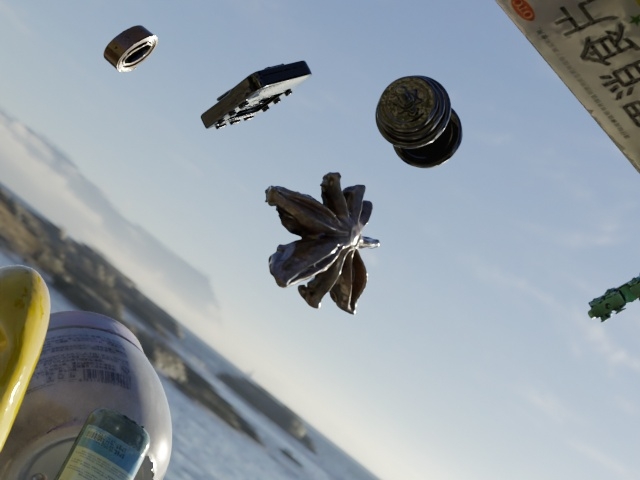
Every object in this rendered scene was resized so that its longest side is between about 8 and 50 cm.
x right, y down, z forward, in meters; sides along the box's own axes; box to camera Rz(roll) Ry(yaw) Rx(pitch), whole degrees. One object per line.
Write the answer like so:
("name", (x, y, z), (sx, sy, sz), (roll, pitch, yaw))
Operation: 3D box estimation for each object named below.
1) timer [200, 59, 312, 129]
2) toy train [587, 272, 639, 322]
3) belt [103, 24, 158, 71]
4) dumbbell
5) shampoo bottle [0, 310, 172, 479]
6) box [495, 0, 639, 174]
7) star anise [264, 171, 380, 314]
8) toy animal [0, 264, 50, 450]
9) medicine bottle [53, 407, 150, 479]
("timer", (-0.119, -0.260, 2.081), (0.187, 0.144, 0.055), (-29, -94, 45))
("toy train", (0.322, 0.054, 1.241), (0.029, 0.092, 0.045), (57, 19, -3))
("belt", (-0.275, -0.276, 1.698), (0.036, 0.083, 0.059), (40, -40, 13))
("dumbbell", (0.128, -0.152, 1.522), (0.099, 0.099, 0.208), (35, -3, 24))
("shampoo bottle", (-0.354, 0.261, 1.694), (0.273, 0.273, 0.266), (43, 15, -32))
("box", (0.305, -0.180, 0.993), (0.173, 0.145, 0.333), (-20, -48, 37))
("star anise", (-0.003, -0.001, 1.718), (0.111, 0.198, 0.258), (12, -2, 37))
("toy animal", (-0.452, 0.120, 1.301), (0.247, 0.277, 0.345), (28, -2, -19))
("medicine bottle", (-0.289, 0.313, 1.462), (0.090, 0.208, 0.054), (37, -32, -19))
